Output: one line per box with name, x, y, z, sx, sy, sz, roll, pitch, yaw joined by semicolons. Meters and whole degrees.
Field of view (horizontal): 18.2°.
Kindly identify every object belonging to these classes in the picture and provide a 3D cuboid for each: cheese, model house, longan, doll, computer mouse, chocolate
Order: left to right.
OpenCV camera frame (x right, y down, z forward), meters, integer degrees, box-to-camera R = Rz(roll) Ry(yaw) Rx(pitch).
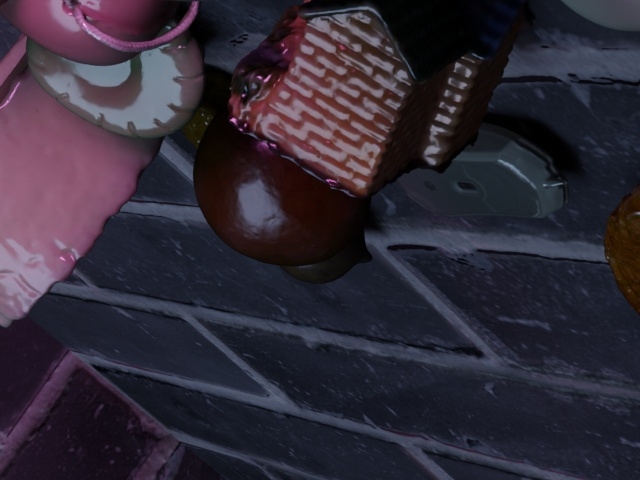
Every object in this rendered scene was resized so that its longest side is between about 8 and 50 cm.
cheese;-0.257;-0.095;1.875;0.153;0.332;0.292;39;-171;-14
doll;-0.191;-0.212;1.551;0.268;0.216;0.284;28;132;2
chocolate;-0.036;-0.060;1.795;0.176;0.177;0.177;31;163;11
longan;0.000;0.000;2.001;0.113;0.092;0.113;15;155;7
model house;0.048;-0.148;1.382;0.166;0.183;0.172;34;125;9
computer mouse;0.136;-0.062;1.636;0.181;0.056;0.089;5;146;47

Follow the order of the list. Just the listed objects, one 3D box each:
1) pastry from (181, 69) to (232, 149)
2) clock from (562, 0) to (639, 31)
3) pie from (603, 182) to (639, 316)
pastry;-0.093;-0.115;1.917;0.109;0.057;0.097;28;161;17
clock;0.166;-0.204;1.177;0.191;0.062;0.151;44;162;-27
pie;0.340;0.047;1.501;0.315;0.092;0.315;33;164;11
